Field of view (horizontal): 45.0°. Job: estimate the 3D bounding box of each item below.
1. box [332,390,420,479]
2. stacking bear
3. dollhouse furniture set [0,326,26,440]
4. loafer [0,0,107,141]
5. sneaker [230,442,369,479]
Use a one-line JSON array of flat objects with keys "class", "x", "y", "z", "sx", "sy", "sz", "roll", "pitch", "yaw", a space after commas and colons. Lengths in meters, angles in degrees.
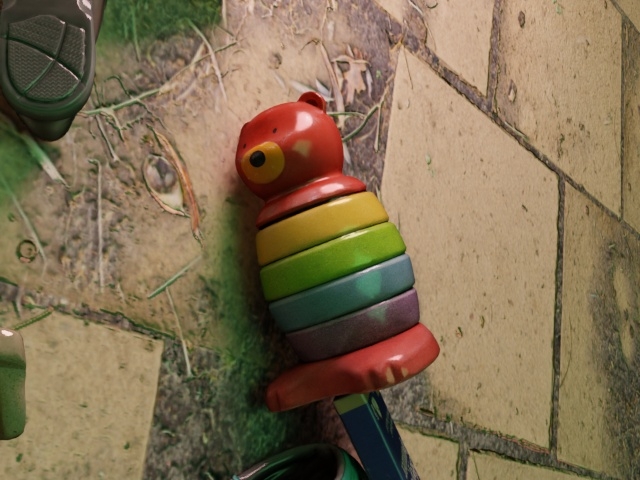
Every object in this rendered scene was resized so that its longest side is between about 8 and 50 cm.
[{"class": "box", "x": 0.078, "y": 0.247, "z": 0.788, "sx": 0.136, "sy": 0.036, "sz": 0.225, "roll": -5, "pitch": 72, "yaw": -84}, {"class": "stacking bear", "x": 0.000, "y": 0.000, "z": 0.778, "sx": 0.164, "sy": 0.175, "sz": 0.289, "roll": -17, "pitch": 87, "yaw": -55}, {"class": "dollhouse furniture set", "x": -0.288, "y": 0.106, "z": 0.329, "sx": 0.197, "sy": 0.301, "sz": 0.151, "roll": 23, "pitch": 65, "yaw": -44}, {"class": "loafer", "x": -0.221, "y": -0.212, "z": 0.647, "sx": 0.096, "sy": 0.084, "sz": 0.268, "roll": 7, "pitch": 71, "yaw": -14}, {"class": "sneaker", "x": -0.032, "y": 0.298, "z": 0.697, "sx": 0.178, "sy": 0.123, "sz": 0.295, "roll": 63, "pitch": 37, "yaw": -24}]
